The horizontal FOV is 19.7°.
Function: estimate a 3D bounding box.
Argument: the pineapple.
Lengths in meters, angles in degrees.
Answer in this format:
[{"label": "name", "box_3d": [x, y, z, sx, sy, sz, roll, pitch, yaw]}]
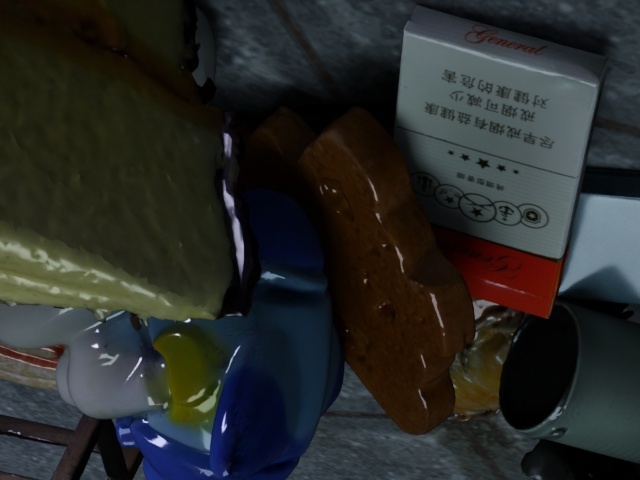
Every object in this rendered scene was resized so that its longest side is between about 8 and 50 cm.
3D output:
[{"label": "pineapple", "box_3d": [0.242, 0.236, 1.649, 0.141, 0.170, 0.310, 5, 157, 18]}]

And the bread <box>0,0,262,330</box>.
[{"label": "bread", "box_3d": [-0.257, -0.113, 1.153, 0.405, 0.345, 0.242, 18, 149, -22]}]

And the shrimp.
[{"label": "shrimp", "box_3d": [0.136, 0.067, 1.519, 0.164, 0.062, 0.317, 35, 145, -17]}]

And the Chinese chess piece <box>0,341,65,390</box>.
[{"label": "Chinese chess piece", "box_3d": [-0.250, 0.027, 1.588, 0.270, 0.112, 0.270, 11, 150, 7]}]

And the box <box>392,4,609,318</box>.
[{"label": "box", "box_3d": [0.116, -0.049, 1.288, 0.139, 0.035, 0.245, 16, 141, 12]}]

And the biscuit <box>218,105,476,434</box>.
[{"label": "biscuit", "box_3d": [0.000, 0.000, 1.379, 0.306, 0.043, 0.283, 27, 141, 42]}]

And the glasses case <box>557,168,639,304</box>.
[{"label": "glasses case", "box_3d": [0.139, -0.017, 1.389, 0.266, 0.056, 0.105, 5, 125, 20]}]

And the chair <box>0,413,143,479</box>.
[{"label": "chair", "box_3d": [-0.320, 0.267, 1.722, 0.241, 0.416, 0.203, 13, 151, 7]}]

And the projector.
[{"label": "projector", "box_3d": [0.307, 0.137, 1.438, 0.338, 0.108, 0.108, 16, 153, -24]}]

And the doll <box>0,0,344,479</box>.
[{"label": "doll", "box_3d": [-0.108, 0.061, 1.354, 0.365, 0.187, 0.376, 49, 143, 5]}]
